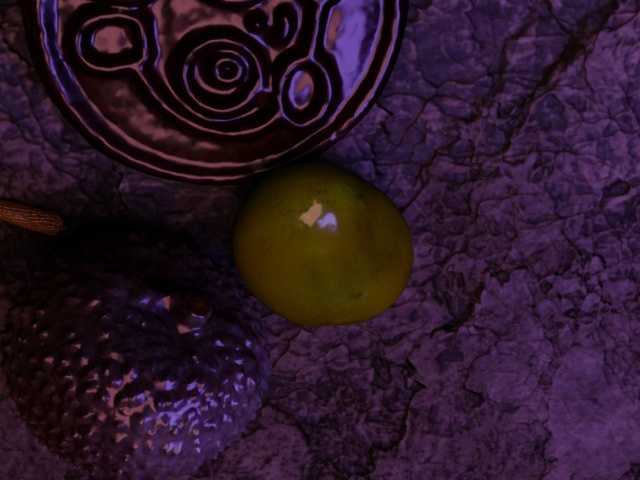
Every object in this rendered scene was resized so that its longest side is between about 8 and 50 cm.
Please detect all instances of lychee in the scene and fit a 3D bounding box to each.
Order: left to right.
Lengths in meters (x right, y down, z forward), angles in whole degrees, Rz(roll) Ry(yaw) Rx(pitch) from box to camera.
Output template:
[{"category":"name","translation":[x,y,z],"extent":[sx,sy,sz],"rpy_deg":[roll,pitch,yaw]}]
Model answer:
[{"category":"lychee","translation":[-0.203,0.136,1.423],"extent":[0.300,0.300,0.300],"rpy_deg":[-5,120,-8]}]

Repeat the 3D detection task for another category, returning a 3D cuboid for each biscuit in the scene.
[{"category":"biscuit","translation":[-0.104,-0.238,1.340],"extent":[0.407,0.091,0.407],"rpy_deg":[-4,120,-8]}]

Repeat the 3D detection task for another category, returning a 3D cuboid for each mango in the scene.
[{"category":"mango","translation":[-0.006,0.004,1.434],"extent":[0.185,0.149,0.273],"rpy_deg":[-21,151,21]}]

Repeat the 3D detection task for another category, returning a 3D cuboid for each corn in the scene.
[{"category":"corn","translation":[-0.323,-0.026,1.452],"extent":[0.083,0.027,0.028],"rpy_deg":[18,98,-17]}]
